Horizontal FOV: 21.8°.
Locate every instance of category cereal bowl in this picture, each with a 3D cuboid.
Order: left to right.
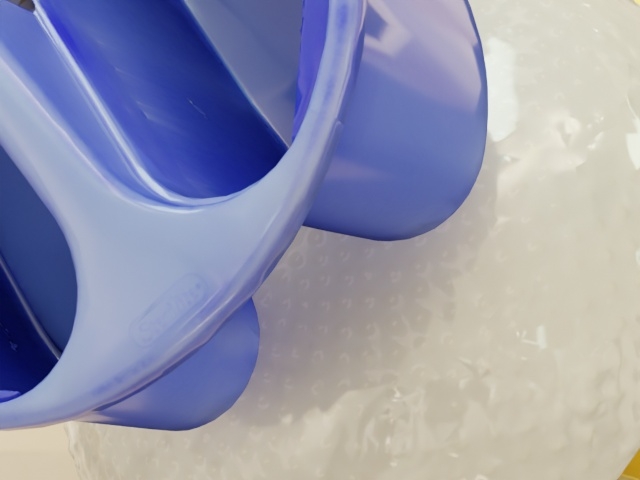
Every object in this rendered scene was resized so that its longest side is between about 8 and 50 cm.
[{"bbox_3d":[0.000,0.000,0.730,0.141,0.339,0.339,35,8,-32],"label":"cereal bowl"}]

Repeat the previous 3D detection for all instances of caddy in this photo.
[{"bbox_3d":[-0.102,-0.091,0.574,0.341,0.241,0.179,56,17,27],"label":"caddy"}]

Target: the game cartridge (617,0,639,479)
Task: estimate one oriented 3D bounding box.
[{"bbox_3d":[0.215,0.008,0.897,0.323,0.053,0.285,19,72,29],"label":"game cartridge"}]
